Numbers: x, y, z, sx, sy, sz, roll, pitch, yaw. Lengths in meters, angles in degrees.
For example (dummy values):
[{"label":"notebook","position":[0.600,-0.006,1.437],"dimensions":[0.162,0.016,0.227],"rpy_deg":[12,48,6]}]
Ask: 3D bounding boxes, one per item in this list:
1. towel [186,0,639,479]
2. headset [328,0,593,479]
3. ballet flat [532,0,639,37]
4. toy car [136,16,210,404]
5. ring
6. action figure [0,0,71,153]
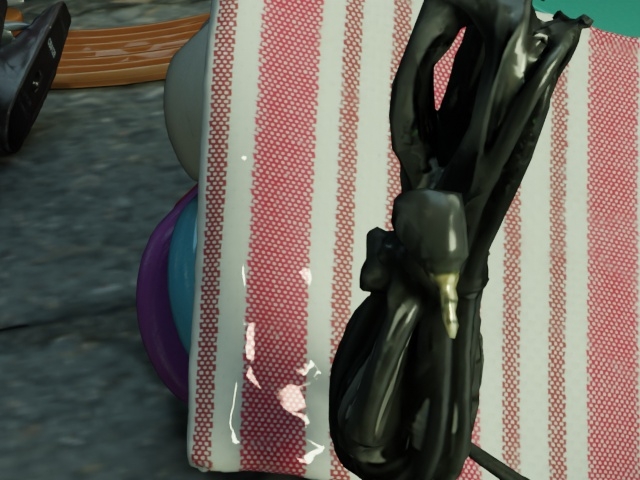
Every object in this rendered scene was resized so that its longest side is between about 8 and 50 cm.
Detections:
[{"label":"towel","position":[0.053,0.005,0.541],"dimensions":[0.197,0.144,0.029],"rpy_deg":[10,-17,-25]},{"label":"headset","position":[0.199,0.044,0.452],"dimensions":[0.394,0.185,0.243],"rpy_deg":[7,25,-6]},{"label":"ballet flat","position":[0.182,-0.020,0.656],"dimensions":[0.316,0.106,0.107],"rpy_deg":[19,37,20]},{"label":"toy car","position":[0.000,0.000,0.634],"dimensions":[0.136,0.159,0.182],"rpy_deg":[-41,9,12]},{"label":"ring","position":[-0.108,-0.165,1.061],"dimensions":[0.336,0.032,0.336],"rpy_deg":[-4,29,2]},{"label":"action figure","position":[-0.269,-0.106,0.867],"dimensions":[0.285,0.099,0.185],"rpy_deg":[15,-10,12]}]
